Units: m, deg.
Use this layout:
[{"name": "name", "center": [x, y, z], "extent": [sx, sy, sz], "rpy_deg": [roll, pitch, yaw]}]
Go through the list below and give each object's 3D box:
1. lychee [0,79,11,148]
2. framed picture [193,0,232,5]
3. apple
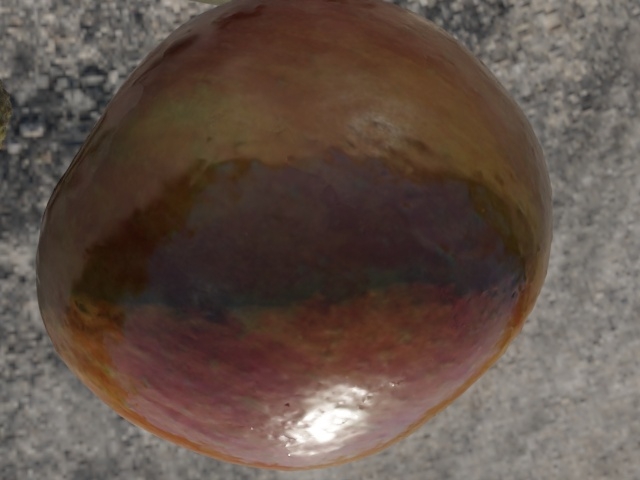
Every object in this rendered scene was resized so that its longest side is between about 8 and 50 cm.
[{"name": "lychee", "center": [-0.546, -0.177, 1.647], "extent": [0.270, 0.320, 0.270], "rpy_deg": [20, 144, 16]}, {"name": "framed picture", "center": [-0.100, -0.543, 2.146], "extent": [0.326, 0.446, 0.028], "rpy_deg": [16, 141, 30]}, {"name": "apple", "center": [0.000, 0.000, 0.757], "extent": [0.301, 0.301, 0.301], "rpy_deg": [-8, 148, -5]}]
